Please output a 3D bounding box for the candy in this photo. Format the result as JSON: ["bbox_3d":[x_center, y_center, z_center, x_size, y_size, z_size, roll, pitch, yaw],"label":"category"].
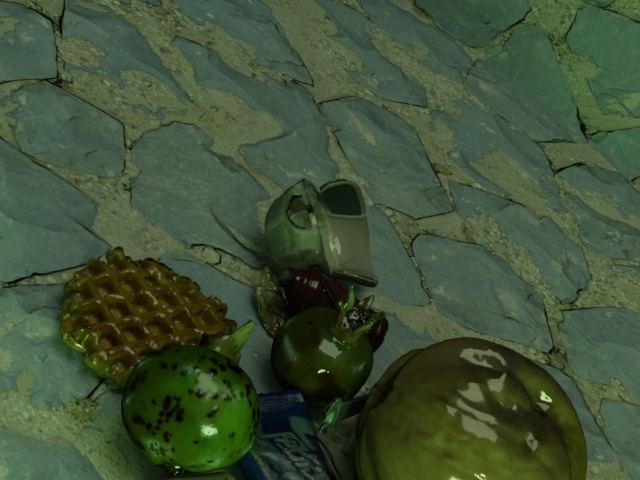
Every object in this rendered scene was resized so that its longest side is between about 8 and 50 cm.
[{"bbox_3d":[-0.040,0.380,1.803,0.187,0.077,0.331,-2,53,-41],"label":"candy"}]

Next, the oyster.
[{"bbox_3d":[-0.072,0.132,2.129,0.121,0.045,0.146,38,30,-29],"label":"oyster"}]

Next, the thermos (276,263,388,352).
[{"bbox_3d":[0.012,0.117,2.112,0.232,0.099,0.124,38,44,-24],"label":"thermos"}]

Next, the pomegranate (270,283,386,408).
[{"bbox_3d":[0.018,0.179,1.971,0.181,0.224,0.181,22,36,-17],"label":"pomegranate"}]

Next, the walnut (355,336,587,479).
[{"bbox_3d":[0.237,0.343,1.884,0.383,0.383,0.383,24,35,-18],"label":"walnut"}]

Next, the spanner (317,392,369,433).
[{"bbox_3d":[0.066,0.280,1.969,0.017,0.071,0.302,27,12,22],"label":"spanner"}]

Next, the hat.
[{"bbox_3d":[0.008,0.001,2.248,0.275,0.161,0.232,15,59,-42],"label":"hat"}]

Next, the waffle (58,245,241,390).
[{"bbox_3d":[-0.273,0.145,1.896,0.325,0.068,0.302,26,34,-12],"label":"waffle"}]

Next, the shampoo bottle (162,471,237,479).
[{"bbox_3d":[-0.195,0.380,1.660,0.162,0.079,0.079,2,46,-41],"label":"shampoo bottle"}]

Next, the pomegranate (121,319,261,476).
[{"bbox_3d":[-0.183,0.227,1.711,0.211,0.211,0.263,27,60,-14],"label":"pomegranate"}]
